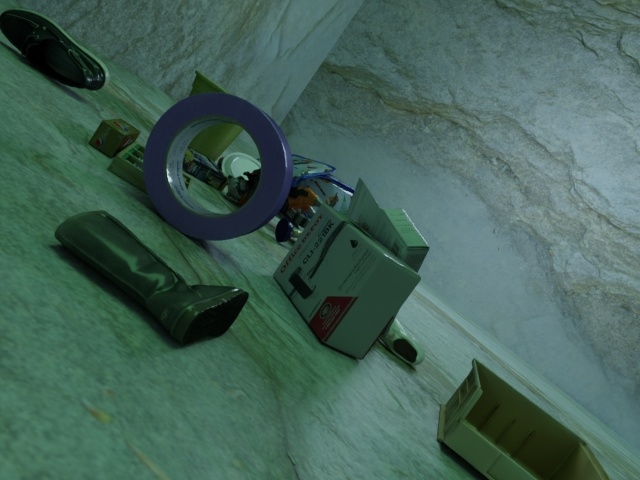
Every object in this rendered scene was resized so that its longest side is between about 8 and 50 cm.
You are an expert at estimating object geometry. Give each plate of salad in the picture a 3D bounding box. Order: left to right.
[{"bbox_3d":[-0.263,-0.224,2.010,0.199,0.048,0.200,23,47,-27],"label":"plate of salad"}]

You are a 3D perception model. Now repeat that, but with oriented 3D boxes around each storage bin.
[{"bbox_3d":[0.350,0.360,1.016,0.262,0.123,0.260,38,7,11],"label":"storage bin"}]

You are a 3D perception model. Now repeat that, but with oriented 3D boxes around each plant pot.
[{"bbox_3d":[-0.398,-0.422,2.046,0.276,0.254,0.276,36,8,-6],"label":"plant pot"}]

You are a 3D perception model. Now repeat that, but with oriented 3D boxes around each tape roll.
[{"bbox_3d":[-0.194,-0.139,1.101,0.274,0.275,0.090,36,7,2],"label":"tape roll"}]

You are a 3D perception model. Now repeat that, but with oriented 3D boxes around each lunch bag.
[{"bbox_3d":[-0.045,-0.188,2.202,0.385,0.239,0.327,26,2,-40],"label":"lunch bag"}]

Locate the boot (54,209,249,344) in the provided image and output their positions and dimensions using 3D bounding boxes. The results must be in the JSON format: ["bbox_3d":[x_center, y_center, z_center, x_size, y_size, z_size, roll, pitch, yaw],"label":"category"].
[{"bbox_3d":[-0.210,0.043,0.741,0.208,0.076,0.189,31,4,15],"label":"boot"}]

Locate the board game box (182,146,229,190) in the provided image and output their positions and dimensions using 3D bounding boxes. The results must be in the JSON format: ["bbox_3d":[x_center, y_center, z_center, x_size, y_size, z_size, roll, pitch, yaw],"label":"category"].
[{"bbox_3d":[-0.372,-0.230,1.756,0.141,0.048,0.170,27,11,-39],"label":"board game box"}]

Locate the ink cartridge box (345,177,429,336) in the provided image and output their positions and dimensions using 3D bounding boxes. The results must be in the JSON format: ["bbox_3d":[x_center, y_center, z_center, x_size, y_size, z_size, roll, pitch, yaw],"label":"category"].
[{"bbox_3d":[0.116,0.039,1.267,0.060,0.275,0.239,-1,42,-24],"label":"ink cartridge box"}]

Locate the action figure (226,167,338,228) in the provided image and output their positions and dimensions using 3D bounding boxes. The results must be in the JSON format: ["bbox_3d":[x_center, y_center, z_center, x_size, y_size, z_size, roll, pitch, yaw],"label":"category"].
[{"bbox_3d":[-0.121,-0.126,1.701,0.329,0.179,0.341,13,2,-7],"label":"action figure"}]

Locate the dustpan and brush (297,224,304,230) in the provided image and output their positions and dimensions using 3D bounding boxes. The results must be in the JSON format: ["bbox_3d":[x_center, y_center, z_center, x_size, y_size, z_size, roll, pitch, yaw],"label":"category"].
[{"bbox_3d":[0.009,0.041,1.785,0.211,0.060,0.147,25,24,-19],"label":"dustpan and brush"}]

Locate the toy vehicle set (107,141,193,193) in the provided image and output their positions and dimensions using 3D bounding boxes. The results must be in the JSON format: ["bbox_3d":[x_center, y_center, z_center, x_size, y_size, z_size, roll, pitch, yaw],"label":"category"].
[{"bbox_3d":[-0.372,-0.149,1.288,0.165,0.035,0.267,33,8,-17],"label":"toy vehicle set"}]

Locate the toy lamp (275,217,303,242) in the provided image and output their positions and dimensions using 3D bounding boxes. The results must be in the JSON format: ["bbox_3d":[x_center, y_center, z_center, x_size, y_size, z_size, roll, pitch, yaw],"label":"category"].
[{"bbox_3d":[0.000,0.000,1.680,0.274,0.080,0.080,12,20,-35],"label":"toy lamp"}]

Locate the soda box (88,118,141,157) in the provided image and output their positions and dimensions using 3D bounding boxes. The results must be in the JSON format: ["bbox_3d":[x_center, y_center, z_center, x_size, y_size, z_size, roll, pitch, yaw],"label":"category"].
[{"bbox_3d":[-0.469,-0.239,1.315,0.058,0.061,0.181,33,8,-13],"label":"soda box"}]

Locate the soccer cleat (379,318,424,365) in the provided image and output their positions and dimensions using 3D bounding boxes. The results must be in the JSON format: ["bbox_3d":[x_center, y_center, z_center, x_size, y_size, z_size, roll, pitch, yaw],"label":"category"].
[{"bbox_3d":[0.162,0.213,1.326,0.196,0.068,0.076,41,11,15],"label":"soccer cleat"}]

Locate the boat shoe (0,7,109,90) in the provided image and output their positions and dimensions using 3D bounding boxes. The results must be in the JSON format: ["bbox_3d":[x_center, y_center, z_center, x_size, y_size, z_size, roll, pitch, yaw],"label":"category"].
[{"bbox_3d":[-0.763,-0.524,1.588,0.340,0.127,0.113,37,30,-6],"label":"boat shoe"}]

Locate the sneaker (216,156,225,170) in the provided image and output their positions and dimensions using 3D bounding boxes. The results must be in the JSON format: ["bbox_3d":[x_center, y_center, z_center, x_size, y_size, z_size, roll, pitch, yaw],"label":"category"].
[{"bbox_3d":[-0.312,-0.227,2.048,0.158,0.061,0.065,39,37,-12],"label":"sneaker"}]

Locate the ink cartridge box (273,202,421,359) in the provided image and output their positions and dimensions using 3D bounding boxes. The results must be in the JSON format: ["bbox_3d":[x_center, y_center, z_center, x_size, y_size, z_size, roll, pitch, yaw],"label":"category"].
[{"bbox_3d":[0.041,0.071,1.143,0.114,0.197,0.273,31,8,-33],"label":"ink cartridge box"}]
